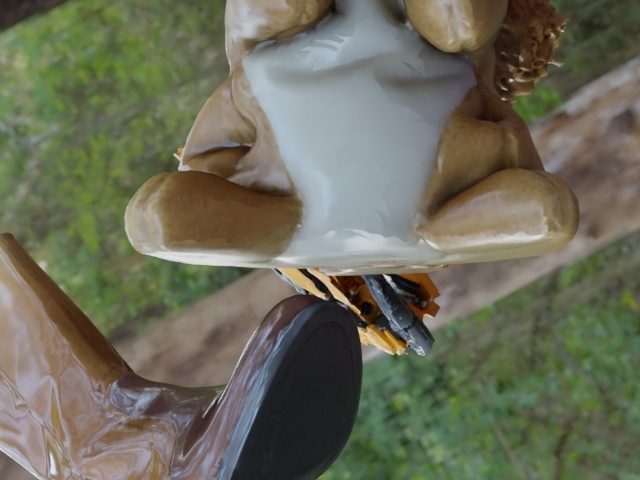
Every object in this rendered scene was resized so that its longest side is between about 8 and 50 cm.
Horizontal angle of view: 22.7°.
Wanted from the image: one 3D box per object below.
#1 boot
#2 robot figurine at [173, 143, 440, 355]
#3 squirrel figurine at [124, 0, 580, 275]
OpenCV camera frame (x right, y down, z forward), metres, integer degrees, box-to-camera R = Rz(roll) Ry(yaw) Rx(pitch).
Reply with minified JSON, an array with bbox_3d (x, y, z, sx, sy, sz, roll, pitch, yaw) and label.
[{"bbox_3d":[-0.113,0.081,0.994,0.280,0.096,0.264,42,130,33],"label":"boot"},{"bbox_3d":[0.000,0.000,1.514,0.291,0.085,0.211,45,167,-23],"label":"robot figurine"},{"bbox_3d":[0.040,-0.166,1.145,0.397,0.281,0.370,25,-117,-78],"label":"squirrel figurine"}]
